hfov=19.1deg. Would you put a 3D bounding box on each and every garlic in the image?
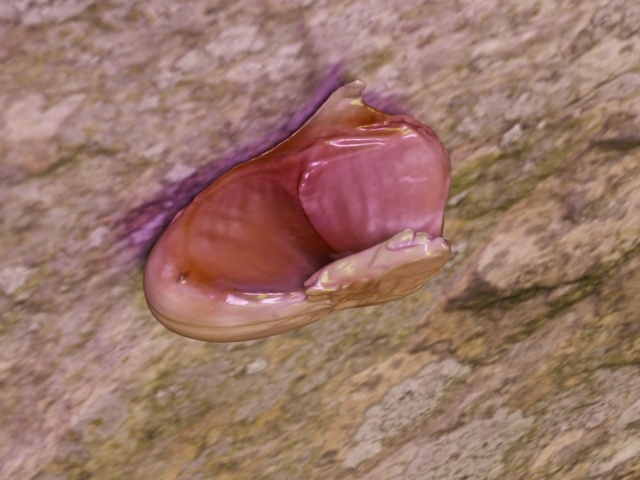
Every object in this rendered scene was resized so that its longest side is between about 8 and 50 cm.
[{"bbox_3d":[-0.005,-0.004,0.926,0.174,0.099,0.124,-16,163,-20],"label":"garlic"}]
